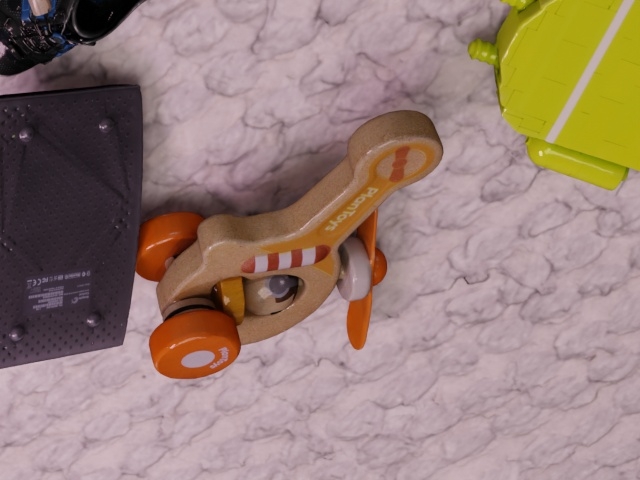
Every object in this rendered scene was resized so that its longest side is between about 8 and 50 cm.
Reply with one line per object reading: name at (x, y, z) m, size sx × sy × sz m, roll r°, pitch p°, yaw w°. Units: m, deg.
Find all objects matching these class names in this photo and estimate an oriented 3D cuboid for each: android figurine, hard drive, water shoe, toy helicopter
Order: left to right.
hard drive at (-0.245, -0.016, 1.803) m, size 0.172 × 0.054 × 0.255 m, roll -10°, pitch 114°, yaw -38°
water shoe at (-0.222, -0.199, 1.726) m, size 0.203 × 0.080 × 0.073 m, roll -34°, pitch 120°, yaw 21°
toy helicopter at (0.000, 0.000, 1.837) m, size 0.235 × 0.140 × 0.355 m, roll 11°, pitch 140°, yaw -37°
android figurine at (0.269, -0.155, 1.788) m, size 0.273 × 0.056 × 0.248 m, roll 16°, pitch 124°, yaw -13°

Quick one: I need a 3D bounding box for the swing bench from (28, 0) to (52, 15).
swing bench at (-0.139, -0.340, 1.581) m, size 0.254 × 0.165 × 0.253 m, roll -6°, pitch 127°, yaw 9°
